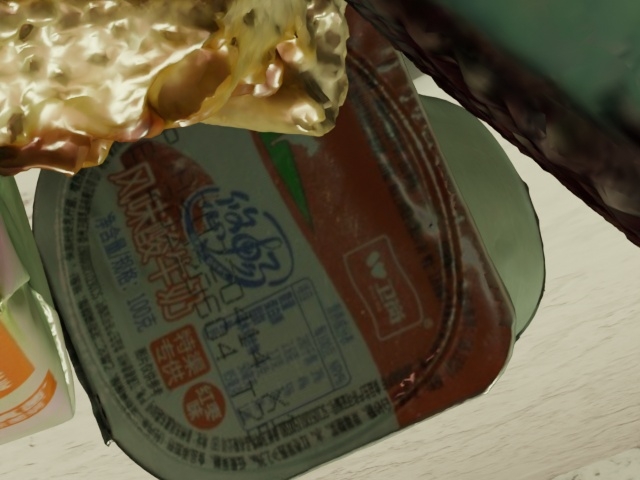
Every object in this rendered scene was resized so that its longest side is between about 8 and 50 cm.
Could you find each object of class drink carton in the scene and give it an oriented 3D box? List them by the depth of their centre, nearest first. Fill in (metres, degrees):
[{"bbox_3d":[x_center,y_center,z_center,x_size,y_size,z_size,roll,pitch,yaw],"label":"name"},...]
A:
[{"bbox_3d":[0.000,0.000,0.836,0.191,0.185,0.189,-28,174,20],"label":"drink carton"}]

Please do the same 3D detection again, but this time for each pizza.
[{"bbox_3d":[-0.141,-0.055,0.492,0.365,0.074,0.182,-2,-162,-35],"label":"pizza"}]

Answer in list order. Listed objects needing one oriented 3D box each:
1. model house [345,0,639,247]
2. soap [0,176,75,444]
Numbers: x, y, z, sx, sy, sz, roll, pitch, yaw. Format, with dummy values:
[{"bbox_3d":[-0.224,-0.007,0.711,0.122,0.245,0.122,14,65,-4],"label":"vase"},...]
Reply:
[{"bbox_3d":[0.125,-0.081,0.544,0.230,0.248,0.280,-26,164,15],"label":"model house"},{"bbox_3d":[-0.205,0.017,0.665,0.199,0.138,0.182,-18,163,-5],"label":"soap"}]
